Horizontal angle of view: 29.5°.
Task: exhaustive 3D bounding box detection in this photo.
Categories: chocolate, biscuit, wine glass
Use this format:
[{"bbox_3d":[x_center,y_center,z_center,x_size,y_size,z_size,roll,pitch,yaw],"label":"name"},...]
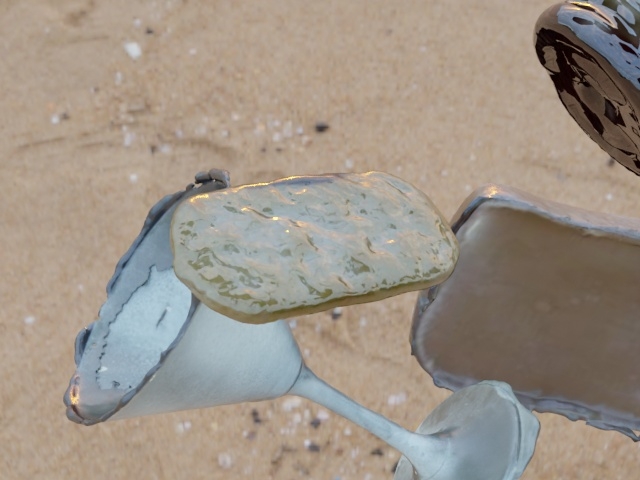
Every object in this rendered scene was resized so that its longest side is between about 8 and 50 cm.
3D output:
[{"bbox_3d":[0.187,0.044,0.830,0.261,0.161,0.083,16,29,-11],"label":"chocolate"},{"bbox_3d":[0.000,0.000,0.527,0.147,0.018,0.071,-10,55,-37],"label":"biscuit"},{"bbox_3d":[-0.004,0.082,0.670,0.232,0.156,0.156,32,46,-23],"label":"wine glass"}]

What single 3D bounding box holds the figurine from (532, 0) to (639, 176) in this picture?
[{"bbox_3d":[0.220,-0.145,0.302,0.370,0.167,0.281,-44,49,0],"label":"figurine"}]
